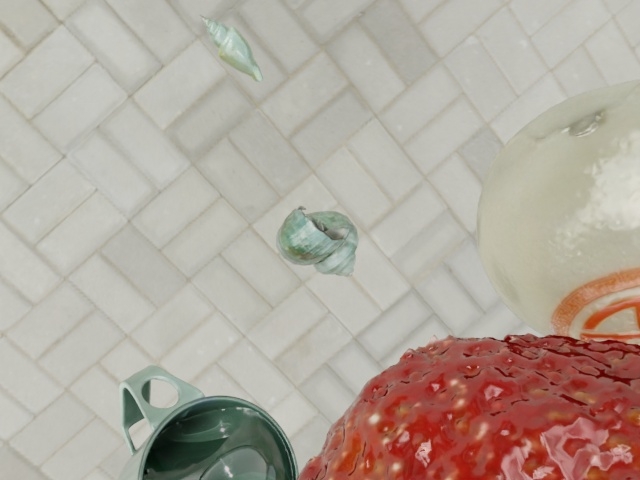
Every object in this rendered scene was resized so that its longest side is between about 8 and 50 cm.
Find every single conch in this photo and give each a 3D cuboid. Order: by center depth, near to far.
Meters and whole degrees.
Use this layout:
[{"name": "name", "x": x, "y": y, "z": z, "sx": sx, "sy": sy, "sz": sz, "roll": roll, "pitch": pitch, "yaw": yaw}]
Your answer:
[{"name": "conch", "x": -0.184, "y": -0.390, "z": 1.417, "sx": 0.065, "sy": 0.088, "sz": 0.180, "roll": -50, "pitch": 122, "yaw": -9}, {"name": "conch", "x": 0.000, "y": 0.000, "z": 1.730, "sx": 0.195, "sy": 0.220, "sz": 0.277, "roll": -51, "pitch": 128, "yaw": -17}]

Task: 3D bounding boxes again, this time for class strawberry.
[{"name": "strawberry", "x": 0.118, "y": 0.159, "z": 0.368, "sx": 0.257, "sy": 0.257, "sz": 0.277, "roll": 23, "pitch": 137, "yaw": -17}]

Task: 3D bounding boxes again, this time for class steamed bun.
[{"name": "steamed bun", "x": 0.281, "y": 0.005, "z": 0.602, "sx": 0.282, "sy": 0.177, "sz": 0.283, "roll": 1, "pitch": 148, "yaw": 0}]

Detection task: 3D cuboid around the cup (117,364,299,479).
[{"name": "cup", "x": -0.259, "y": 0.463, "z": 1.430, "sx": 0.310, "sy": 0.392, "sz": 0.401, "roll": 3, "pitch": 66, "yaw": -27}]
